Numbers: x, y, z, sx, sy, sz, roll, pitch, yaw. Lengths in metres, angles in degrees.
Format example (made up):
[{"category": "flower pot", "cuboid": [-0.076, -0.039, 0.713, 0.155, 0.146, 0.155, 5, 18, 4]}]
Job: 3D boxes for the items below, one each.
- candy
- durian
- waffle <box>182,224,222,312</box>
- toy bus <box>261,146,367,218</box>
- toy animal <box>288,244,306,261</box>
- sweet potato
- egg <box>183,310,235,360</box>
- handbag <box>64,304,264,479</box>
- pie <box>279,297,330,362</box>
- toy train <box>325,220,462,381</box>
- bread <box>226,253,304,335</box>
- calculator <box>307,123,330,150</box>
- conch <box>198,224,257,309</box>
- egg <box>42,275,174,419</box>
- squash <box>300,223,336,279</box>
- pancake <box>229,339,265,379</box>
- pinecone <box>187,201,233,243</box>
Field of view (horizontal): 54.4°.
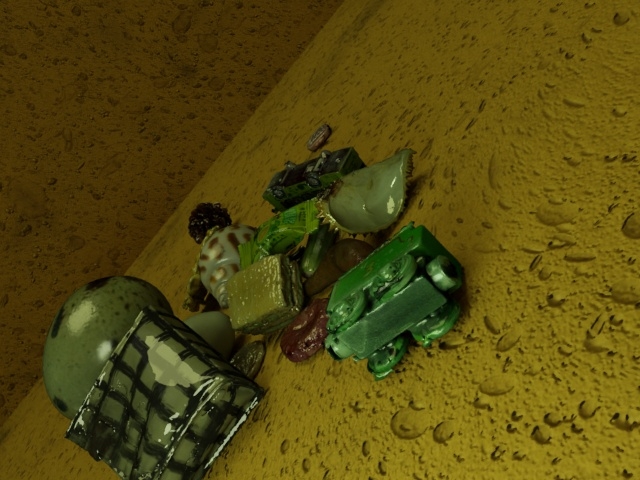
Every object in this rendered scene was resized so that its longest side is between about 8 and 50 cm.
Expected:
[{"category": "candy", "cuboid": [-0.102, -0.009, 1.454, 0.246, 0.069, 0.149, -37, 29, 20]}, {"category": "durian", "cuboid": [0.096, -0.095, 1.283, 0.252, 0.139, 0.144, -19, 25, -9]}, {"category": "waffle", "cuboid": [-0.339, 0.088, 1.851, 0.280, 0.060, 0.262, 98, -166, -79]}, {"category": "toy bus", "cuboid": [-0.010, -0.139, 1.604, 0.301, 0.139, 0.113, -12, 42, 47]}, {"category": "toy animal", "cuboid": [-0.100, 0.055, 1.534, 0.137, 0.082, 0.269, -54, 27, -2]}, {"category": "sweet potato", "cuboid": [0.048, 0.051, 1.236, 0.346, 0.079, 0.108, -17, 51, 61]}, {"category": "egg", "cuboid": [-0.292, 0.257, 1.482, 0.209, 0.151, 0.151, -49, 20, -13]}, {"category": "handbag", "cuboid": [-0.326, 0.343, 1.263, 0.325, 0.162, 0.327, 28, 82, 39]}, {"category": "pie", "cuboid": [-0.021, 0.172, 1.224, 0.153, 0.038, 0.153, -41, 21, 19]}, {"category": "toy train", "cuboid": [0.112, 0.090, 0.972, 0.243, 0.132, 0.188, -39, 15, 28]}, {"category": "bread", "cuboid": [-0.114, 0.122, 1.358, 0.196, 0.102, 0.138, -32, 59, 41]}, {"category": "calculator", "cuboid": [-0.005, -0.346, 2.095, 0.103, 0.024, 0.166, -45, 19, 14]}, {"category": "conch", "cuboid": [-0.241, 0.068, 1.670, 0.182, 0.148, 0.275, -24, 62, 23]}, {"category": "egg", "cuboid": [-0.599, 0.307, 1.767, 0.345, 0.345, 0.428, -9, 55, 61]}, {"category": "squash", "cuboid": [0.000, 0.000, 1.441, 0.066, 0.066, 0.229, -34, 27, 37]}, {"category": "pancake", "cuboid": [-0.173, 0.281, 1.377, 0.139, 0.022, 0.139, -42, 23, 22]}, {"category": "pinecone", "cuboid": [-0.400, -0.055, 2.215, 0.173, 0.173, 0.174, -42, 22, 22]}]
